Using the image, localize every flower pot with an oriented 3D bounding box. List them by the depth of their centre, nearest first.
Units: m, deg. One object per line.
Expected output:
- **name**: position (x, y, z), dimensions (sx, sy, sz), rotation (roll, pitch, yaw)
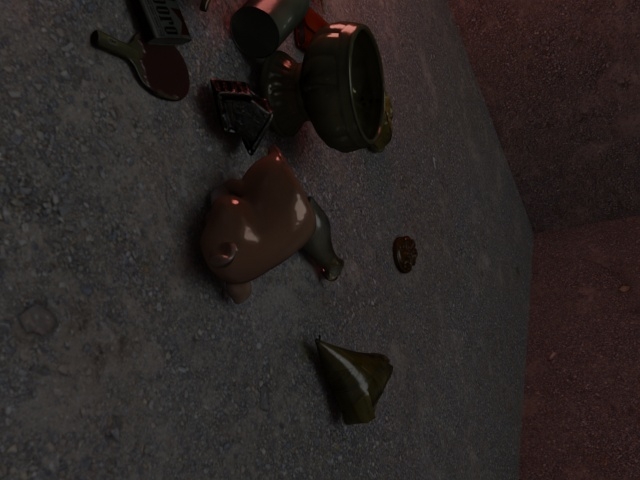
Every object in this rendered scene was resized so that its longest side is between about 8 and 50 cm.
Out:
- **flower pot**: position (0.009, -0.365, 1.456), dimensions (0.307, 0.244, 0.308), rotation (1, 90, -67)

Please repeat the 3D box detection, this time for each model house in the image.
- **model house**: position (-0.186, -0.293, 1.303), dimensions (0.152, 0.106, 0.165), rotation (35, 14, -34)

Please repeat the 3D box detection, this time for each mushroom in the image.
- **mushroom**: position (0.000, 0.000, 1.496), dimensions (0.225, 0.093, 0.116), rotation (60, 14, -19)

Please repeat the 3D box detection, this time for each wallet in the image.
- **wallet**: position (-0.003, -0.588, 1.733), dimensions (0.204, 0.045, 0.142), rotation (16, 66, -56)

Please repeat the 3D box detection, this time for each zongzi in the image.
- **zongzi**: position (0.080, 0.304, 1.525), dimensions (0.256, 0.115, 0.228), rotation (60, 30, -9)

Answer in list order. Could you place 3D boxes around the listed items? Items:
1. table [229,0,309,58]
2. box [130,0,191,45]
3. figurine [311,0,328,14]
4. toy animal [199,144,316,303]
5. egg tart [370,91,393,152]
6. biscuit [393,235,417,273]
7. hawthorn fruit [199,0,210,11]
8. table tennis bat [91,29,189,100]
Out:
- **table**: position (-0.119, -0.547, 1.452), dimensions (0.126, 0.126, 0.220), rotation (59, 36, -29)
- **box**: position (-0.325, -0.472, 1.164), dimensions (0.115, 0.035, 0.178), rotation (-33, 104, -61)
- **figurine**: position (-0.005, -0.724, 1.779), dimensions (0.109, 0.047, 0.064), rotation (60, 27, -43)
- **toy animal**: position (-0.133, -0.043, 1.190), dimensions (0.213, 0.256, 0.195), rotation (49, -12, 26)
- **egg tart**: position (0.187, -0.409, 1.946), dimensions (0.232, 0.098, 0.252), rotation (55, 34, -40)
- **biscuit**: position (0.290, 0.042, 2.019), dimensions (0.175, 0.026, 0.124), rotation (-29, 105, -58)
- **hawthorn fruit**: position (-0.205, -0.627, 1.237), dimensions (0.287, 0.287, 0.331), rotation (24, 75, -54)
- **table tennis bat**: position (-0.332, -0.343, 1.138), dimensions (0.234, 0.022, 0.131), rotation (7, 73, -59)
